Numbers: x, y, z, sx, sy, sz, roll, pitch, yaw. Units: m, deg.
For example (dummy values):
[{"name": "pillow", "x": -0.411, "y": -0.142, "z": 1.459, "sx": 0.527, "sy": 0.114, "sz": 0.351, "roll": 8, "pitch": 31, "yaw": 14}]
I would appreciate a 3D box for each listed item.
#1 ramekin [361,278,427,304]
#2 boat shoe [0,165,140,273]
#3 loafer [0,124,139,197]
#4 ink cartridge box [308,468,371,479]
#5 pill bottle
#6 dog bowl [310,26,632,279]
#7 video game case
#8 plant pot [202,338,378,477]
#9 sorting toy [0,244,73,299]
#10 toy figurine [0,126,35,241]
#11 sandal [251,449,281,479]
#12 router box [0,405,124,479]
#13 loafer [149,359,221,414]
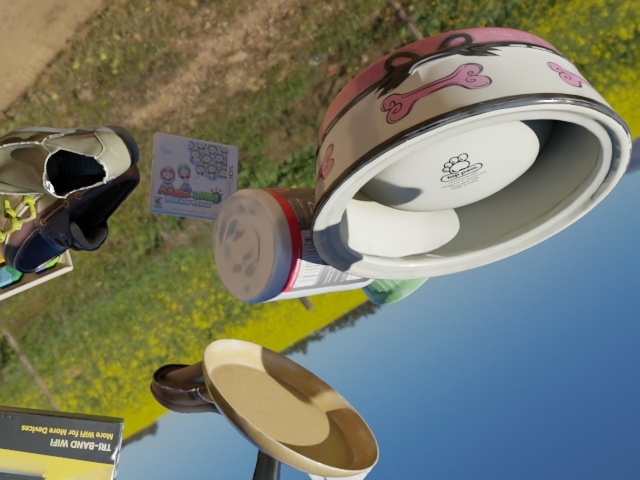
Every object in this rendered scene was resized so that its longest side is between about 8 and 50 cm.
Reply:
[{"name": "ramekin", "x": 0.162, "y": -0.016, "z": 1.687, "sx": 0.303, "sy": 0.148, "sz": 0.303, "roll": -43, "pitch": -159, "yaw": 22}, {"name": "boat shoe", "x": -0.428, "y": -0.035, "z": 1.252, "sx": 0.342, "sy": 0.123, "sz": 0.123, "roll": -40, "pitch": 157, "yaw": 20}, {"name": "loafer", "x": -0.388, "y": -0.111, "z": 1.034, "sx": 0.251, "sy": 0.094, "sz": 0.087, "roll": -8, "pitch": -150, "yaw": 16}, {"name": "ink cartridge box", "x": 0.040, "y": 0.545, "z": 1.810, "sx": 0.092, "sy": 0.160, "sz": 0.219, "roll": -45, "pitch": 167, "yaw": 6}, {"name": "pill bottle", "x": 0.000, "y": 0.000, "z": 1.187, "sx": 0.318, "sy": 0.176, "sz": 0.176, "roll": -4, "pitch": 158, "yaw": -42}, {"name": "dog bowl", "x": 0.173, "y": -0.104, "z": 0.941, "sx": 0.407, "sy": 0.150, "sz": 0.408, "roll": -10, "pitch": 153, "yaw": -5}, {"name": "video game case", "x": -0.225, "y": -0.111, "z": 1.299, "sx": 0.157, "sy": 0.143, "sz": 0.019, "roll": 7, "pitch": 168, "yaw": -27}, {"name": "plant pot", "x": -0.040, "y": 0.197, "z": 0.844, "sx": 0.032, "sy": 0.236, "sz": 0.236, "roll": -58, "pitch": 170, "yaw": 9}, {"name": "sorting toy", "x": -0.711, "y": 0.042, "z": 1.757, "sx": 0.193, "sy": 0.208, "sz": 0.038, "roll": -24, "pitch": 133, "yaw": -10}, {"name": "toy figurine", "x": -0.652, "y": -0.092, "z": 1.227, "sx": 0.362, "sy": 0.191, "sz": 0.217, "roll": -18, "pitch": 153, "yaw": 41}, {"name": "sandal", "x": -0.134, "y": 0.521, "z": 1.184, "sx": 0.107, "sy": 0.168, "sz": 0.446, "roll": 4, "pitch": -149, "yaw": 1}, {"name": "router box", "x": -0.424, "y": 0.335, "z": 0.920, "sx": 0.308, "sy": 0.243, "sz": 0.081, "roll": 8, "pitch": 170, "yaw": -11}, {"name": "loafer", "x": -0.242, "y": 0.314, "z": 1.653, "sx": 0.365, "sy": 0.130, "sz": 0.134, "roll": 0, "pitch": -160, "yaw": 31}]
